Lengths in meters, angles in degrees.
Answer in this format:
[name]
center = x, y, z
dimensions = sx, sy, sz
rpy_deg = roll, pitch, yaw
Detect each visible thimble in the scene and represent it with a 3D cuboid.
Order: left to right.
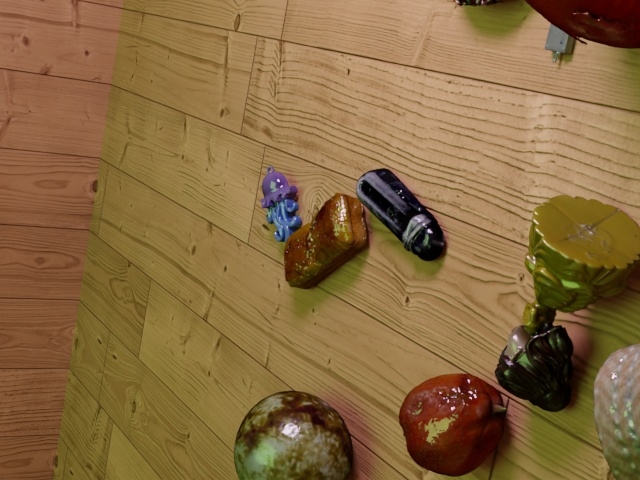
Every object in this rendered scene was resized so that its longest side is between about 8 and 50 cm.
[thimble]
center = 0.460, 0.235, 1.284
dimensions = 0.148, 0.196, 0.229
rpy_deg = -26, 64, 53

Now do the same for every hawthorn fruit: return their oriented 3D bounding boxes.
[hawthorn fruit]
center = 0.225, 0.303, 1.702
dimensions = 0.179, 0.173, 0.173
rpy_deg = -46, 44, 11

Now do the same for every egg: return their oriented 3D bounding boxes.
[egg]
center = -0.055, 0.418, 2.047
dimensions = 0.289, 0.238, 0.238
rpy_deg = -102, 27, -68

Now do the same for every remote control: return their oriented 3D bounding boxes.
[remote control]
center = 0.146, -0.052, 1.932
dimensions = 0.266, 0.066, 0.090
rpy_deg = 52, 133, 47

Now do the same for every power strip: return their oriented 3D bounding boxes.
[power strip]
center = 0.390, -0.351, 1.623
dimensions = 0.051, 0.019, 0.136
rpy_deg = 27, 109, 54

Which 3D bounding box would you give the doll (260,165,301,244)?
[doll]
center = -0.089, -0.072, 2.313
dimensions = 0.110, 0.067, 0.205
rpy_deg = -22, 79, 40

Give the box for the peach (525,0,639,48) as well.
[peach]
center = 0.390, -0.431, 1.353
dimensions = 0.370, 0.370, 0.370
rpy_deg = -10, 79, 57

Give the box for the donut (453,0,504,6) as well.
[donut]
center = 0.290, -0.507, 1.733
dimensions = 0.235, 0.089, 0.235
rpy_deg = -10, 78, 56

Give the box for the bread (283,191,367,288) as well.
[bread]
center = 0.002, 0.000, 2.146
dimensions = 0.271, 0.077, 0.139
rpy_deg = -38, 53, 53

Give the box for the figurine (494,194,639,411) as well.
[figurine]
center = 0.344, 0.108, 1.526
dimensions = 0.187, 0.168, 0.315
rpy_deg = -57, -13, -54
